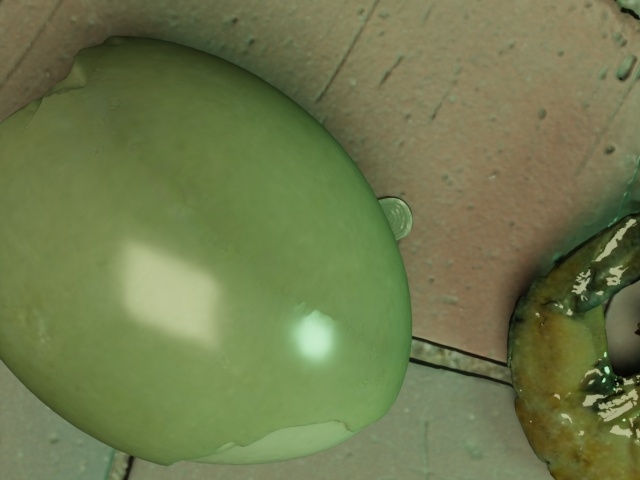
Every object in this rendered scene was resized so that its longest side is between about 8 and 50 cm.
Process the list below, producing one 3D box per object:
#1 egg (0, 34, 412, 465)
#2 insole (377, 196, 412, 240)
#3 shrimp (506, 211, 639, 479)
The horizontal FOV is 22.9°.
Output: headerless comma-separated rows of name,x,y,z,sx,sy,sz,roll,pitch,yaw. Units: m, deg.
egg,-0.089,0.024,1.127,0.336,0.278,0.278,43,106,-7
insole,0.000,0.000,1.262,0.153,0.002,0.053,-14,109,7
shrimp,0.323,0.046,1.210,0.272,0.085,0.445,34,119,-9
